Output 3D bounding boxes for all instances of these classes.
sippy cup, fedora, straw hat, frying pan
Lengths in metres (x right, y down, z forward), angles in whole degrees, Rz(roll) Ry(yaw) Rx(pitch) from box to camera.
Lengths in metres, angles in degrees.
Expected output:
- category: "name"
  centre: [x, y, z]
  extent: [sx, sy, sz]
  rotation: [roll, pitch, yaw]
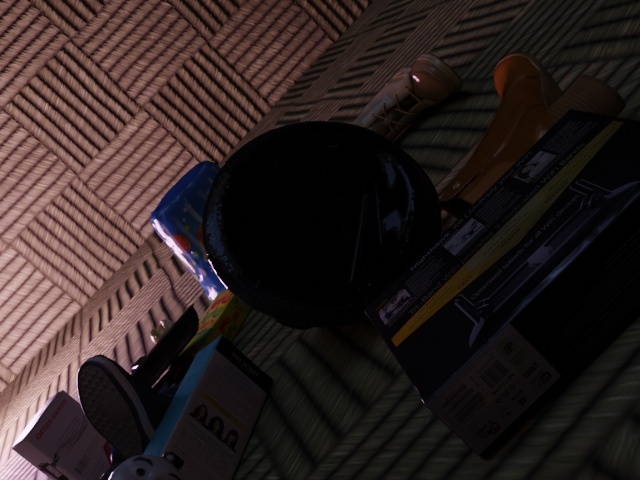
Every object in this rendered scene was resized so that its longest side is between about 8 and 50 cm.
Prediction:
- category: "sippy cup"
  centre: [-0.194, -0.024, 1.675]
  extent: [0.305, 0.224, 0.240]
  rotation: [-31, 21, 44]
- category: "fedora"
  centre: [0.000, 0.000, 1.170]
  extent: [0.334, 0.334, 0.152]
  rotation: [-56, -15, -33]
- category: "straw hat"
  centre: [-0.299, 0.187, 1.715]
  extent: [0.144, 0.061, 0.144]
  rotation: [-42, 16, 15]
- category: "frying pan"
  centre: [-0.294, 0.219, 1.472]
  extent: [0.326, 0.053, 0.197]
  rotation: [-48, 3, 44]

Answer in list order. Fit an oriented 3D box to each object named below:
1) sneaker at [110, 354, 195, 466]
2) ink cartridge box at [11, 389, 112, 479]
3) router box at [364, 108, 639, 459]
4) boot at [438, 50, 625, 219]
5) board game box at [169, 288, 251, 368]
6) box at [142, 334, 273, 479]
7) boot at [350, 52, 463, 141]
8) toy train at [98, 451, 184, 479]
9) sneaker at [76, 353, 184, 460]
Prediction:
- category: "sneaker"
  centre: [-0.250, 0.277, 1.358]
  extent: [0.087, 0.083, 0.221]
  rotation: [-43, 5, 43]
- category: "ink cartridge box"
  centre: [-0.418, 0.341, 1.463]
  extent: [0.063, 0.150, 0.109]
  rotation: [-32, 21, 41]
- category: "router box"
  centre: [0.196, 0.021, 0.810]
  extent: [0.309, 0.081, 0.243]
  rotation: [-45, 16, 4]
- category: "boot"
  centre: [0.218, -0.118, 1.067]
  extent: [0.211, 0.104, 0.295]
  rotation: [-45, 20, 2]
- category: "board game box"
  centre: [-0.182, 0.155, 1.523]
  extent: [0.092, 0.043, 0.181]
  rotation: [-31, 21, 44]
- category: "box"
  centre: [-0.147, 0.240, 1.111]
  extent: [0.060, 0.100, 0.244]
  rotation: [-36, 18, 34]
- category: "boot"
  centre: [0.136, -0.230, 1.577]
  extent: [0.203, 0.095, 0.262]
  rotation: [-47, 14, -8]
- category: "toy train"
  centre: [-0.202, 0.323, 0.834]
  extent: [0.190, 0.142, 0.334]
  rotation: [-58, -7, -38]
- category: "sneaker"
  centre: [-0.222, 0.208, 1.174]
  extent: [0.086, 0.226, 0.163]
  rotation: [-13, 27, 29]
